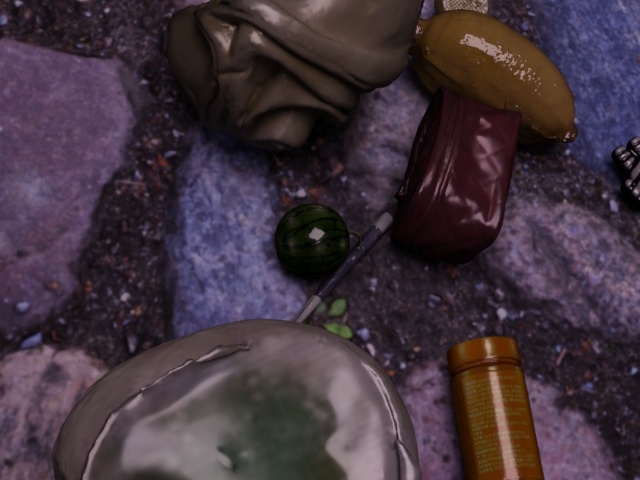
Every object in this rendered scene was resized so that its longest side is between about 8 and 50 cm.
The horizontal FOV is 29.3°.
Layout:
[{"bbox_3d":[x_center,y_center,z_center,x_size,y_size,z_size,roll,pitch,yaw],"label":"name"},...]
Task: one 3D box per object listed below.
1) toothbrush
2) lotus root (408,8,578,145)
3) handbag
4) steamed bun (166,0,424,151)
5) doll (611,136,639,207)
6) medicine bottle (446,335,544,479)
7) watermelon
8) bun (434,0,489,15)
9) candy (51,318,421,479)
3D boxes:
[{"bbox_3d":[0.008,0.061,1.596,0.024,0.026,0.288,51,61,-17],"label":"toothbrush"},{"bbox_3d":[0.237,-0.238,1.715,0.303,0.146,0.131,32,70,-1],"label":"lotus root"},{"bbox_3d":[0.176,-0.087,1.633,0.135,0.146,0.225,19,63,-6],"label":"handbag"},{"bbox_3d":[-0.025,-0.234,1.595,0.324,0.309,0.220,-15,100,-20],"label":"steamed bun"},{"bbox_3d":[0.496,-0.051,1.734,0.091,0.067,0.219,-29,77,-18],"label":"doll"},{"bbox_3d":[0.217,0.224,1.529,0.096,0.096,0.192,-1,66,-13],"label":"medicine bottle"},{"bbox_3d":[-0.006,-0.002,1.578,0.108,0.109,0.109,5,65,-11],"label":"watermelon"},{"bbox_3d":[0.207,-0.344,1.809,0.086,0.055,0.086,2,80,-12],"label":"bun"},{"bbox_3d":[-0.085,0.279,1.380,0.426,0.186,0.386,-32,84,-18],"label":"candy"}]
